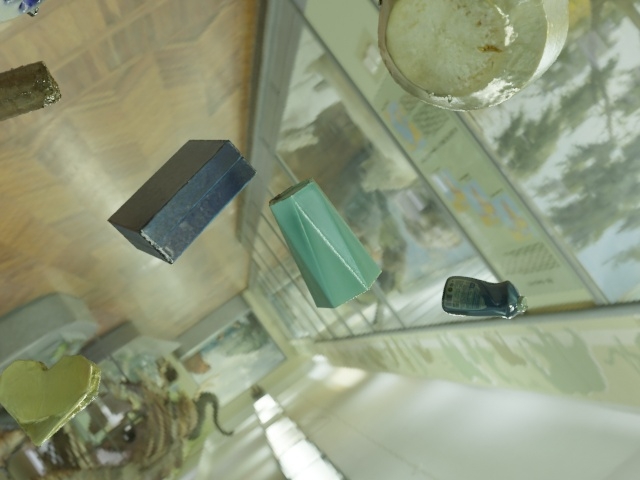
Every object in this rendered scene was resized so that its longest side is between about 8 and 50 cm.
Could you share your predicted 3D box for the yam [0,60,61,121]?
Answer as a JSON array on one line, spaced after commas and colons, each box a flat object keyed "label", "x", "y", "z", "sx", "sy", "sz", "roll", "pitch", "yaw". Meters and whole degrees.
[{"label": "yam", "x": -0.850, "y": -0.416, "z": 2.187, "sx": 0.239, "sy": 0.129, "sz": 0.128, "roll": -18, "pitch": -143, "yaw": 3}]

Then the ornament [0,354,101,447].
[{"label": "ornament", "x": -0.546, "y": 0.321, "z": 1.563, "sx": 0.201, "sy": 0.180, "sz": 0.059, "roll": -6, "pitch": 152, "yaw": 12}]

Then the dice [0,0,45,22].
[{"label": "dice", "x": -0.556, "y": -0.526, "z": 1.284, "sx": 0.243, "sy": 0.251, "sz": 0.259, "roll": -43, "pitch": -174, "yaw": 1}]

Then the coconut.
[{"label": "coconut", "x": 0.256, "y": -0.372, "z": 1.298, "sx": 0.323, "sy": 0.323, "sz": 0.323, "roll": -36, "pitch": 177, "yaw": -2}]

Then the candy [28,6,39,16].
[{"label": "candy", "x": -0.753, "y": -0.562, "z": 1.769, "sx": 0.227, "sy": 0.051, "sz": 0.094, "roll": 10, "pitch": 130, "yaw": -22}]

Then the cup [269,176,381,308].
[{"label": "cup", "x": 0.000, "y": 0.000, "z": 1.537, "sx": 0.134, "sy": 0.235, "sz": 0.148, "roll": -36, "pitch": -169, "yaw": -28}]

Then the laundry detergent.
[{"label": "laundry detergent", "x": 0.387, "y": 0.136, "z": 1.826, "sx": 0.206, "sy": 0.061, "sz": 0.096, "roll": 4, "pitch": -118, "yaw": 35}]

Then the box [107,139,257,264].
[{"label": "box", "x": -0.312, "y": -0.096, "z": 1.752, "sx": 0.279, "sy": 0.116, "sz": 0.261, "roll": -49, "pitch": -155, "yaw": -14}]
